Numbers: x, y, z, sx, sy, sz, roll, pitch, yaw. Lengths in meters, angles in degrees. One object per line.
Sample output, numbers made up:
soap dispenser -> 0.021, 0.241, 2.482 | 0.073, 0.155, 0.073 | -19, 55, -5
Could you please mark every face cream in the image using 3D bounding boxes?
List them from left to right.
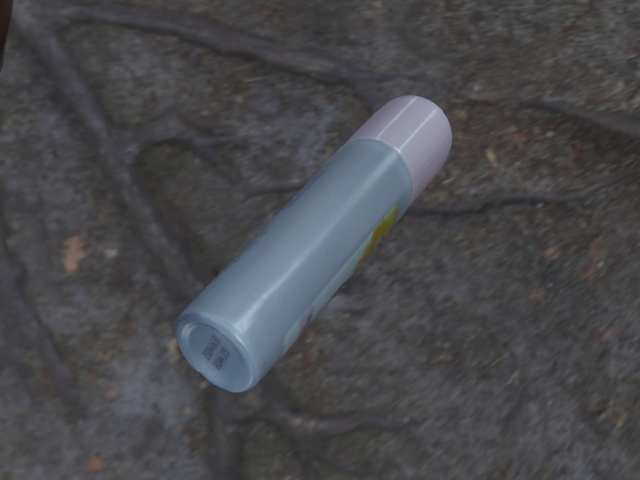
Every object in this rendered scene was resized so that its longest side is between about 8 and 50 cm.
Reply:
face cream -> 0.000, 0.000, 0.949 | 0.057, 0.198, 0.084 | 42, 150, 3

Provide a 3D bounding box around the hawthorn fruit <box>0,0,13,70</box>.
hawthorn fruit -> -0.258, -0.062, 0.395 | 0.369, 0.285, 0.285 | 27, 112, -12
